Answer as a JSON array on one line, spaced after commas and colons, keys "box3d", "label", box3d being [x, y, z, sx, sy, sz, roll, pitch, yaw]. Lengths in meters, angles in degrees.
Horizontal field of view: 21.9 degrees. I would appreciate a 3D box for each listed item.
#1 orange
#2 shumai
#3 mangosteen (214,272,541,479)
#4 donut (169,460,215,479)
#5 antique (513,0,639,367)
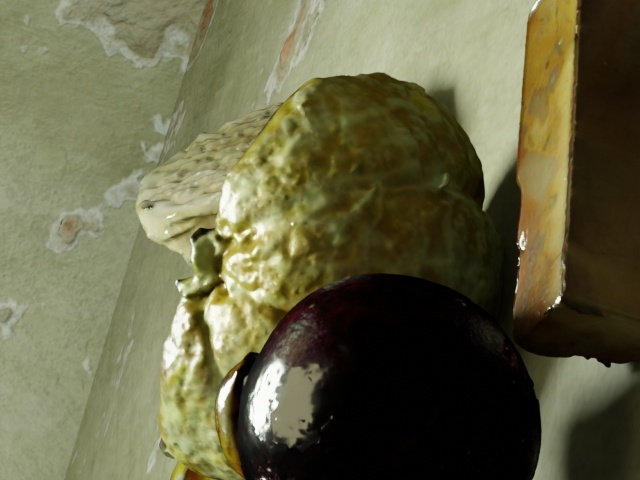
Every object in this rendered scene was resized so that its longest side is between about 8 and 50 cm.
[{"box3d": [0.033, 0.054, 1.342, 0.210, 0.271, 0.369, 26, 100, 31], "label": "orange"}, {"box3d": [0.000, 0.000, 1.673, 0.262, 0.314, 0.267, 66, 170, -23], "label": "shumai"}, {"box3d": [0.028, 0.122, 1.121, 0.250, 0.211, 0.211, 15, 87, 60], "label": "mangosteen"}, {"box3d": [-0.074, 0.286, 1.585, 0.330, 0.160, 0.330, -169, 90, -70], "label": "donut"}, {"box3d": [0.192, -0.058, 1.160, 0.093, 0.087, 0.310, 126, 157, -54], "label": "antique"}]
